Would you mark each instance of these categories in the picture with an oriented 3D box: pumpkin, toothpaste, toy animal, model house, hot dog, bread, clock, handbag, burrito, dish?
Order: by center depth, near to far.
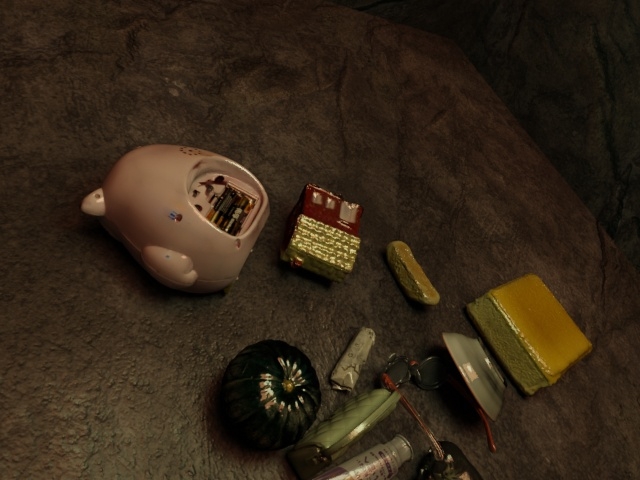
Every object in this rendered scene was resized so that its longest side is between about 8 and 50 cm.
[{"bbox_3d":[-0.101,0.317,1.006,0.220,0.162,0.221,18,55,-28],"label":"pumpkin"},{"bbox_3d":[0.063,0.386,1.013,0.256,0.219,0.079,-21,70,-45],"label":"handbag"},{"bbox_3d":[0.074,0.512,1.030,0.299,0.073,0.114,-17,75,-35],"label":"toothpaste"},{"bbox_3d":[0.363,0.611,1.109,0.343,0.106,0.168,41,35,-5],"label":"toy animal"},{"bbox_3d":[-0.315,-0.074,1.133,0.376,0.250,0.368,30,43,-9],"label":"clock"},{"bbox_3d":[0.089,0.296,1.229,0.064,0.064,0.203,38,43,0],"label":"burrito"},{"bbox_3d":[0.430,0.344,1.301,0.260,0.085,0.260,53,12,-17],"label":"dish"},{"bbox_3d":[0.000,0.000,1.355,0.196,0.160,0.254,25,46,-13],"label":"model house"},{"bbox_3d":[0.277,0.109,1.507,0.084,0.073,0.243,-3,53,-41],"label":"hot dog"},{"bbox_3d":[0.678,0.290,1.572,0.323,0.143,0.333,-11,61,-38],"label":"bread"}]

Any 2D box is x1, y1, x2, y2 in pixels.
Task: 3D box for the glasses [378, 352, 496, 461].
[{"bbox_3d":[0.294,0.386,1.174,0.234,0.118,0.268,9,18,-30],"label":"glasses"}]
